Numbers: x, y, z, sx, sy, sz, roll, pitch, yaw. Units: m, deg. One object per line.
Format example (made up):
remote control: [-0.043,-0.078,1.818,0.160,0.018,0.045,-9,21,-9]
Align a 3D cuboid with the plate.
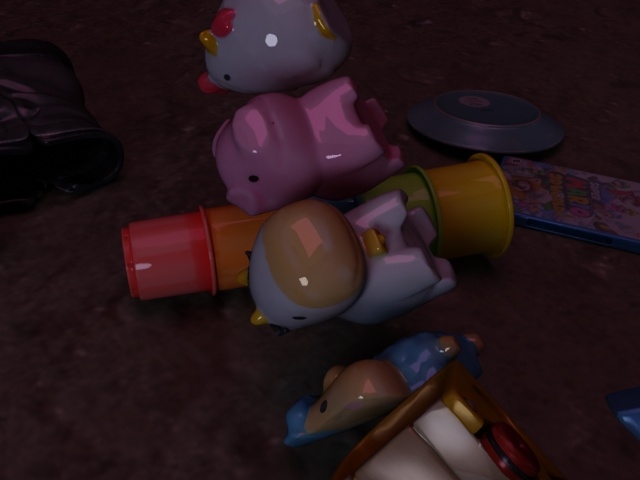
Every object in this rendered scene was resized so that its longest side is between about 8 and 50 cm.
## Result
plate: [0.198,-0.150,0.859,0.188,0.024,0.188,2,30,-1]

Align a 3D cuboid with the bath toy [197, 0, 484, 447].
bath toy: [-0.013,-0.044,0.505,0.129,0.151,0.348,-27,66,21]

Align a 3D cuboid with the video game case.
video game case: [0.257,-0.039,0.723,0.166,0.015,0.119,15,36,17]

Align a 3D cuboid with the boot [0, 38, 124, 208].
boot: [-0.386,-0.109,0.704,0.338,0.118,0.223,-18,45,-20]

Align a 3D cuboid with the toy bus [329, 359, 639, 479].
toy bus: [0.096,0.156,0.346,0.190,0.202,0.104,3,4,13]

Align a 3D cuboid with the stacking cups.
stacking cups: [0.000,0.000,0.596,0.316,0.096,0.096,-12,37,-13]
